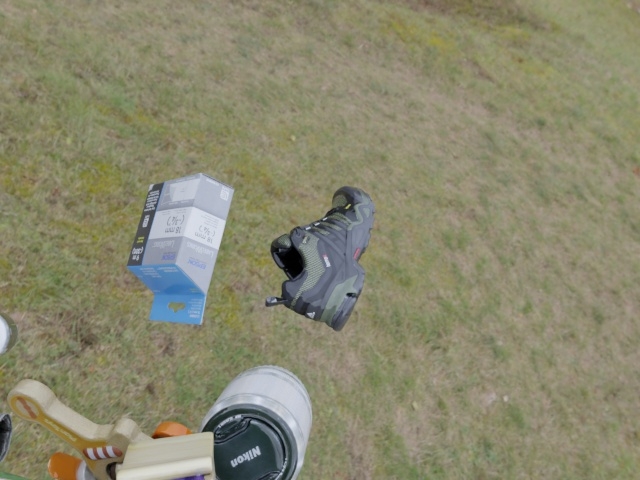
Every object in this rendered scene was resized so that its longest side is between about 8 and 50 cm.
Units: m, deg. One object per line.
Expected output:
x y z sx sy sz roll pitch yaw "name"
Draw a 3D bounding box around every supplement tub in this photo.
-0.773 0.220 1.345 0.116 0.190 0.117 3 82 -18 "supplement tub"

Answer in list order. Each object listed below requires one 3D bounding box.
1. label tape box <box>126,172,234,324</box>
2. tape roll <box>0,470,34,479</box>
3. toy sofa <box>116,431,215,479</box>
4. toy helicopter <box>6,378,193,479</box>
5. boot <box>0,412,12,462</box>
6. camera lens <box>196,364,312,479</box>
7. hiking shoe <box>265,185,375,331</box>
-0.352 0.022 1.392 0.105 0.240 0.334 25 69 -41 "label tape box"
-0.487 0.469 0.948 0.321 0.321 0.077 30 71 -21 "tape roll"
-0.235 0.522 0.953 0.150 0.177 0.363 -5 102 -8 "toy sofa"
-0.432 0.386 1.092 0.355 0.235 0.140 40 33 -12 "toy helicopter"
-0.761 0.387 1.247 0.076 0.208 0.190 24 57 -63 "boot"
-0.132 0.404 1.245 0.219 0.219 0.274 49 7 -1 "camera lens"
0.000 0.000 0.716 0.114 0.086 0.227 18 42 -6 "hiking shoe"
